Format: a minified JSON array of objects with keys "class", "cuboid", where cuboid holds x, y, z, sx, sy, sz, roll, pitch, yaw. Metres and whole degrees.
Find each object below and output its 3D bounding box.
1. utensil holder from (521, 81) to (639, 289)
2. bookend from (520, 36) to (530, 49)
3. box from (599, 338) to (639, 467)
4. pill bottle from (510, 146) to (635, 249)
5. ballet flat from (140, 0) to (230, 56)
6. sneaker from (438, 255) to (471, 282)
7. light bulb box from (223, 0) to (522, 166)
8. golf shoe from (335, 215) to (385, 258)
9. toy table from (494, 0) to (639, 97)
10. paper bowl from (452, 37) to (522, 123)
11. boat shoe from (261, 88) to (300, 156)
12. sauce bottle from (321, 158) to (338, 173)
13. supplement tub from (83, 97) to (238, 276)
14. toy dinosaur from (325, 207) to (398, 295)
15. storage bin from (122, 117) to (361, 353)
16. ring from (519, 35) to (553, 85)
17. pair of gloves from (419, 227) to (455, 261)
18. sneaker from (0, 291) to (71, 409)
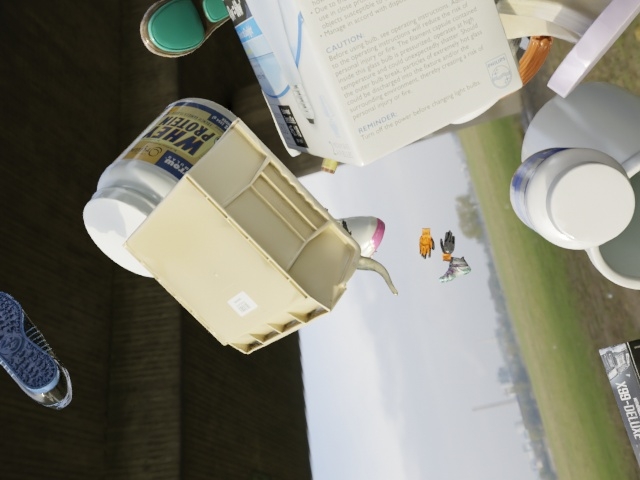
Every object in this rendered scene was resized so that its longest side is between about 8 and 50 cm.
[{"class":"utensil holder","cuboid":[0.645,-0.133,1.497,0.385,0.327,0.327,-107,-6,-58]},{"class":"bookend","cuboid":[0.575,-0.603,1.859,0.072,0.157,0.156,36,-169,38]},{"class":"box","cuboid":[0.732,0.307,1.425,0.076,0.307,0.242,-37,63,55]},{"class":"pill bottle","cuboid":[0.387,-0.069,1.080,0.272,0.152,0.152,-49,-58,-80]},{"class":"ballet flat","cuboid":[-0.259,-0.426,1.346,0.316,0.106,0.107,-45,-53,-46]},{"class":"sneaker","cuboid":[0.356,0.072,1.909,0.069,0.098,0.038,66,161,13]},{"class":"light bulb box","cuboid":[0.022,-0.315,0.893,0.361,0.225,0.358,66,169,-16]},{"class":"golf shoe","cuboid":[0.000,0.000,1.438,0.140,0.306,0.115,34,-121,-28]},{"class":"toy table","cuboid":[0.317,-0.314,0.870,0.161,0.252,0.274,41,-134,10]},{"class":"paper bowl","cuboid":[0.319,-0.371,1.539,0.148,0.284,0.284,43,-156,-18]},{"class":"boat shoe","cuboid":[-0.057,-0.246,1.426,0.219,0.070,0.078,65,-174,-64]},{"class":"sauce bottle","cuboid":[0.037,-0.241,1.854,0.042,0.042,0.128,-26,-45,-77]},{"class":"supplement tub","cuboid":[-0.283,-0.105,1.355,0.316,0.228,0.228,-60,-42,-40]},{"class":"toy dinosaur","cuboid":[0.031,0.013,1.239,0.064,0.268,0.118,-34,-59,-33]},{"class":"storage bin","cuboid":[-0.115,0.013,0.994,0.260,0.262,0.123,46,-129,-9]},{"class":"ring","cuboid":[0.401,-0.482,1.661,0.032,0.336,0.336,-105,-7,-58]},{"class":"pair of gloves","cuboid":[0.270,0.010,1.619,0.010,0.083,0.074,99,177,-84]},{"class":"sneaker","cuboid":[-0.473,0.179,1.112,0.232,0.081,0.090,41,154,32]}]
